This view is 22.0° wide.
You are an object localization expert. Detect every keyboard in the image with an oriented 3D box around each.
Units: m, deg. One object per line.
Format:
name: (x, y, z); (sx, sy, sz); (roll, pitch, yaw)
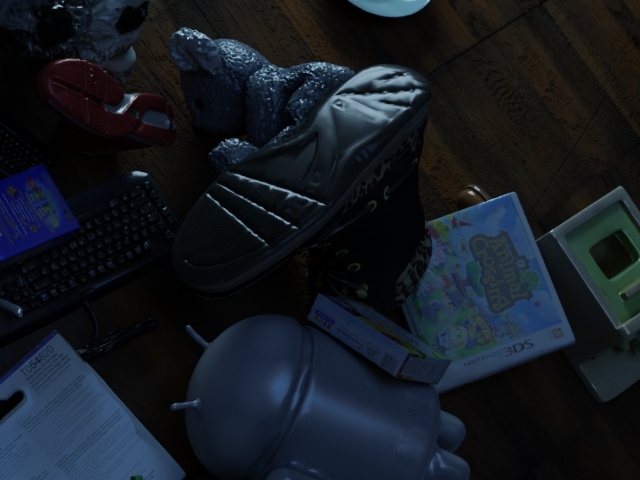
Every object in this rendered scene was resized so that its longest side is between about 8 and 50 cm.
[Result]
keyboard: (-0.400, -0.129, 1.917); (0.192, 0.038, 0.100); (39, 57, -7)
keyboard: (-0.279, 0.053, 1.905); (0.317, 0.033, 0.201); (-29, 84, -32)

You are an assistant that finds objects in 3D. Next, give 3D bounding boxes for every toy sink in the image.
toy sink: (0.387, 0.072, 2.179); (0.153, 0.131, 0.234); (-29, 85, -33)

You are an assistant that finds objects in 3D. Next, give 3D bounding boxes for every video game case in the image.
video game case: (0.197, 0.066, 2.098); (0.193, 0.023, 0.212); (-20, 77, -4)

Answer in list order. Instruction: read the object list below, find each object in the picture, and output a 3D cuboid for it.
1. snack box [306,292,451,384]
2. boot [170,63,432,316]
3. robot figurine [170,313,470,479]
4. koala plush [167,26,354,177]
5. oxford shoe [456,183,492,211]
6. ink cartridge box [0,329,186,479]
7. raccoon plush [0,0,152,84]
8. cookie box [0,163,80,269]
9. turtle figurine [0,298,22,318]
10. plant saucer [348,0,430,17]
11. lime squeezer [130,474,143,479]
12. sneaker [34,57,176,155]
snack box: (0.066, 0.112, 1.864); (0.141, 0.037, 0.100); (32, 8, 32)
boot: (0.000, 0.000, 1.920); (0.138, 0.284, 0.377); (28, 59, 29)
robot figurine: (-0.004, 0.209, 1.877); (0.353, 0.200, 0.300); (24, 27, -17)
koala plush: (-0.082, -0.170, 2.008); (0.221, 0.196, 0.203); (39, 95, 21)
oxford shoe: (0.215, 0.027, 2.148); (0.076, 0.076, 0.212); (-13, 76, -22)
ink cartridge box: (-0.296, 0.250, 1.795); (0.224, 0.045, 0.223); (50, 59, -5)
raccoon plush: (-0.412, -0.299, 1.945); (0.446, 0.299, 0.216); (4, 80, 9)
cookie box: (-0.345, -0.026, 1.874); (0.107, 0.040, 0.092); (-25, 77, -32)
turtle figurine: (-0.448, -0.015, 1.741); (0.198, 0.274, 0.266); (13, 54, -48)
plant saucer: (0.071, -0.386, 2.269); (0.195, 0.037, 0.195); (11, 64, -23)
lime squeezer: (-0.220, 0.413, 1.759); (0.110, 0.059, 0.310); (26, 72, -4)
sneaker: (-0.280, -0.139, 1.914); (0.221, 0.128, 0.087); (25, 56, -51)
